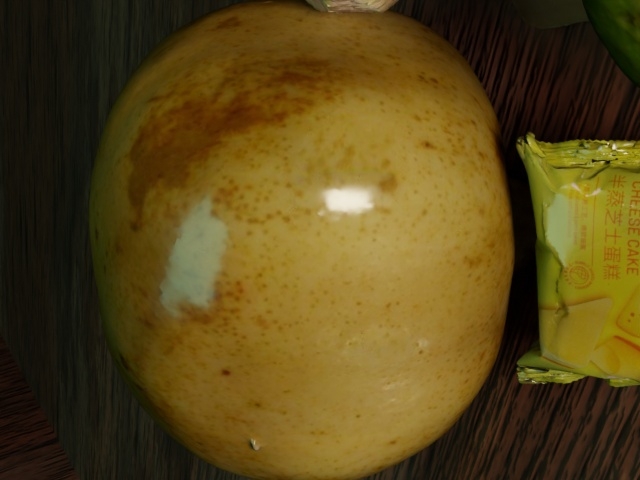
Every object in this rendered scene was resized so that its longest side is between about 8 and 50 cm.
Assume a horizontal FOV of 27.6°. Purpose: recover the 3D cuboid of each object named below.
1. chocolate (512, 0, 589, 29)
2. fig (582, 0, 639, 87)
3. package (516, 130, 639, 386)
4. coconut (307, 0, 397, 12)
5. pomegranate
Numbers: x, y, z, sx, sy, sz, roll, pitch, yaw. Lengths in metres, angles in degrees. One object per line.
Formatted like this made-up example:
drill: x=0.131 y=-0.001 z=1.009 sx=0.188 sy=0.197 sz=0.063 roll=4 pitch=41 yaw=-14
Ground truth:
chocolate: x=0.182 y=-0.194 z=0.991 sx=0.064 sy=0.031 sz=0.100 roll=59 pitch=159 yaw=-12
fig: x=0.229 y=-0.218 z=0.754 sx=0.206 sy=0.206 sz=0.275 roll=114 pitch=146 yaw=-52
package: x=0.223 y=0.024 z=0.950 sx=0.168 sy=0.090 sz=0.226 roll=5 pitch=117 yaw=22
coconut: x=0.041 y=-0.312 z=0.970 sx=0.233 sy=0.245 sz=0.233 roll=48 pitch=176 yaw=4
pomegranate: x=0.000 y=0.000 z=1.085 sx=0.416 sy=0.416 sz=0.417 roll=39 pitch=138 yaw=47
